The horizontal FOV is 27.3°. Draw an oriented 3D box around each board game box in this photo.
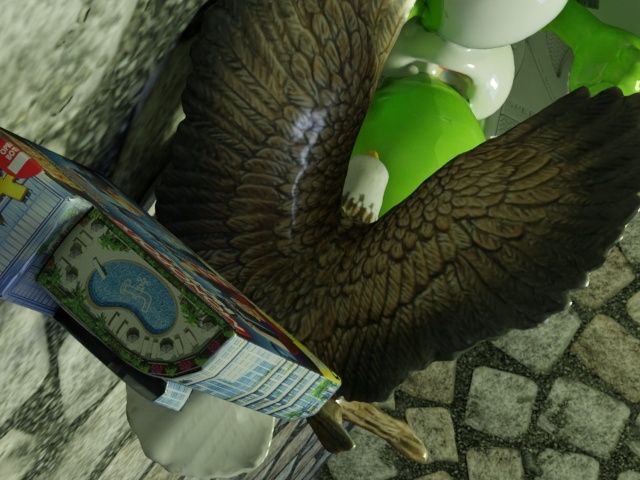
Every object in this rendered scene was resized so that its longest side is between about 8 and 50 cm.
[{"bbox_3d":[-0.105,0.016,0.628,0.060,0.194,0.194,-52,155,2],"label":"board game box"}]

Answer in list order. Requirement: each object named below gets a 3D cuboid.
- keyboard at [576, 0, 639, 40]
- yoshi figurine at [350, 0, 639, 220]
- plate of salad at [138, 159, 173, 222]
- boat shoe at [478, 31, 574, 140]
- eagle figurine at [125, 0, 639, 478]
[{"bbox_3d":[0.191,-0.186,0.944,0.014,0.256,0.072,-22,119,-29],"label":"keyboard"},{"bbox_3d":[0.104,-0.133,0.906,0.203,0.203,0.362,-35,164,-33],"label":"yoshi figurine"},{"bbox_3d":[-0.071,-0.024,0.902,0.200,0.048,0.200,-49,170,-12],"label":"plate of salad"},{"bbox_3d":[0.165,-0.158,1.127,0.103,0.118,0.320,-16,-124,56],"label":"boat shoe"},{"bbox_3d":[0.014,-0.009,0.777,0.226,0.225,0.298,5,140,-25],"label":"eagle figurine"}]
